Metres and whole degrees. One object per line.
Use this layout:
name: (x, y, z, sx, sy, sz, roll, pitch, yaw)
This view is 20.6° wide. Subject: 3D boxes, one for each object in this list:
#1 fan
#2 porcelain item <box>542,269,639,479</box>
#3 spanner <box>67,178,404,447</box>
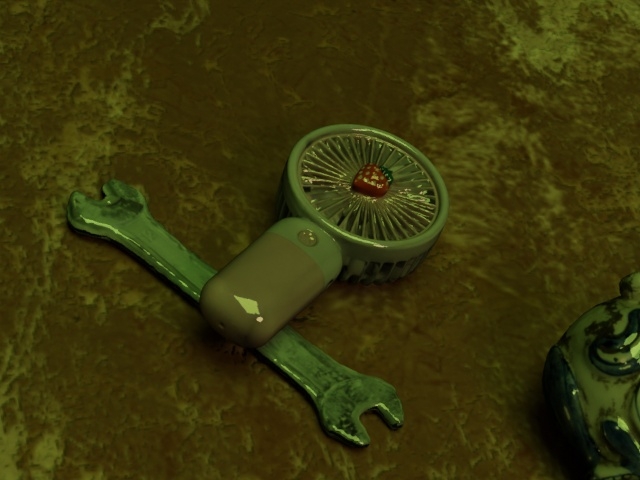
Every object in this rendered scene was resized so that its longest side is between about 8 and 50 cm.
fan: (0.000, 0.000, 1.313, 0.130, 0.074, 0.244, 36, 46, 12)
porcelain item: (0.307, 0.113, 1.290, 0.288, 0.138, 0.186, -6, 64, -21)
spanner: (-0.063, 0.049, 1.297, 0.302, 0.017, 0.071, 38, 49, 14)
